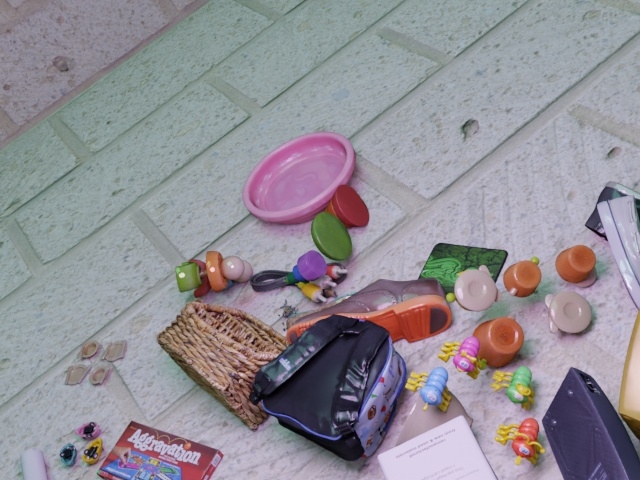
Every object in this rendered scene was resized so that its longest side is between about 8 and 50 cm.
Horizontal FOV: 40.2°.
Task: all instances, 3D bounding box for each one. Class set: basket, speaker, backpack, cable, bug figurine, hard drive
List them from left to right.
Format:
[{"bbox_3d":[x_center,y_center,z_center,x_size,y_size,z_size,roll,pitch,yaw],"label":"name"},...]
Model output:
[{"bbox_3d":[-0.668,0.551,2.046,0.055,0.055,0.136,-33,40,-3],"label":"speaker"},{"bbox_3d":[-0.197,0.235,1.968,0.223,0.213,0.299,-45,43,-16],"label":"basket"},{"bbox_3d":[-0.052,0.084,2.148,0.287,0.072,0.139,12,50,39],"label":"cable"},{"bbox_3d":[0.047,0.292,1.773,0.277,0.213,0.263,19,68,35],"label":"backpack"},{"bbox_3d":[0.306,0.282,1.616,0.279,0.072,0.216,29,42,0],"label":"bug figurine"},{"bbox_3d":[0.466,0.361,1.494,0.054,0.172,0.254,2,39,-14],"label":"hard drive"}]

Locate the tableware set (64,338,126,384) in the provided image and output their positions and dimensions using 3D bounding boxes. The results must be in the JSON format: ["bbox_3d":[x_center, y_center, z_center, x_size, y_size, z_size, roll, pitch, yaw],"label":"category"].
[{"bbox_3d":[-0.584,0.314,2.267,0.169,0.020,0.141,-3,47,28],"label":"tableware set"}]

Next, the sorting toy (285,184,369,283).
[{"bbox_3d":[0.000,0.000,2.150,0.126,0.127,0.365,-32,15,36],"label":"sorting toy"}]

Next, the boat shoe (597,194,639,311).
[{"bbox_3d":[0.635,0.027,1.749,0.088,0.096,0.267,-22,53,19],"label":"boat shoe"}]

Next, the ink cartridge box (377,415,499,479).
[{"bbox_3d":[0.262,0.520,1.350,0.166,0.285,0.395,-27,41,3],"label":"ink cartridge box"}]

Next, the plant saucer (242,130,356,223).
[{"bbox_3d":[-0.050,-0.160,2.377,0.332,0.084,0.332,-19,38,16],"label":"plant saucer"}]

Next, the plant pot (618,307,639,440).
[{"bbox_3d":[0.623,0.261,1.478,0.212,0.212,0.187,21,73,42],"label":"plant pot"}]

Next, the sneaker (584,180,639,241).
[{"bbox_3d":[0.678,-0.029,1.843,0.222,0.083,0.118,30,88,37],"label":"sneaker"}]

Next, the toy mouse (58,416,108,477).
[{"bbox_3d":[-0.566,0.485,2.072,0.143,0.031,0.161,3,50,32],"label":"toy mouse"}]

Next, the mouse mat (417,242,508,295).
[{"bbox_3d":[0.318,0.070,1.993,0.190,0.007,0.152,6,52,36],"label":"mouse mat"}]

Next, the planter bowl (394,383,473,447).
[{"bbox_3d":[0.222,0.358,1.659,0.109,0.162,0.162,27,62,14],"label":"planter bowl"}]

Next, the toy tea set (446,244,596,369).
[{"bbox_3d":[0.426,0.130,1.792,0.336,0.124,0.200,-16,74,-11],"label":"toy tea set"}]

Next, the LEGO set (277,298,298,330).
[{"bbox_3d":[-0.077,0.182,2.105,0.054,0.023,0.083,-6,59,29],"label":"LEGO set"}]

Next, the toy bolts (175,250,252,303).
[{"bbox_3d":[-0.249,0.121,2.188,0.159,0.218,0.228,-10,10,4],"label":"toy bolts"}]

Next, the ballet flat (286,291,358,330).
[{"bbox_3d":[0.018,0.183,2.015,0.206,0.073,0.067,-24,50,20],"label":"ballet flat"}]

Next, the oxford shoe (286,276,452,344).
[{"bbox_3d":[0.103,0.167,1.938,0.364,0.130,0.132,-10,38,5],"label":"oxford shoe"}]

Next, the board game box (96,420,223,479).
[{"bbox_3d":[-0.359,0.497,1.942,0.281,0.027,0.145,7,51,36],"label":"board game box"}]
